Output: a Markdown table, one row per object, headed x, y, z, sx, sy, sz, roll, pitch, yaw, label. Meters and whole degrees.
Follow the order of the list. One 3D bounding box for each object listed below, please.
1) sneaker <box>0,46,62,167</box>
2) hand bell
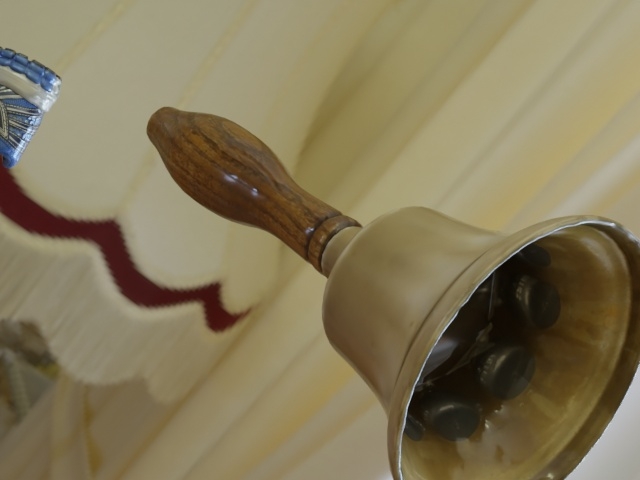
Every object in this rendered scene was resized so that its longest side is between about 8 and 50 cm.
| x | y | z | sx | sy | sz | roll | pitch | yaw | label |
| --- | --- | --- | --- | --- | --- | --- | --- | --- | --- |
| -0.186 | -0.057 | 0.646 | 0.135 | 0.058 | 0.052 | 2 | -21 | 31 | sneaker |
| 0.000 | 0.000 | 0.564 | 0.242 | 0.126 | 0.126 | 34 | 5 | 42 | hand bell |
